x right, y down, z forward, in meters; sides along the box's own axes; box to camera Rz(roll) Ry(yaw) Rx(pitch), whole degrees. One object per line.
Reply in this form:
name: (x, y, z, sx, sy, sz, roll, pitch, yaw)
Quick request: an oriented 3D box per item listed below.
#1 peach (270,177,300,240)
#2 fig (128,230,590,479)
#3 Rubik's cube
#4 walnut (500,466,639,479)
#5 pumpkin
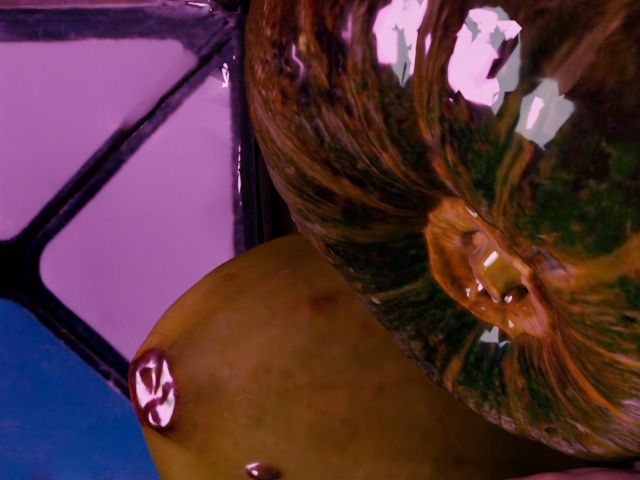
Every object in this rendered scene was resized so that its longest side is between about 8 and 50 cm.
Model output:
peach: (0.004, 0.001, 0.862, 0.189, 0.068, 0.279, -146, 54, -76)
fig: (0.009, 0.093, 0.669, 0.203, 0.225, 0.203, -8, 78, 46)
Rubik's cube: (-0.182, -0.019, 0.895, 0.305, 0.310, 0.307, -123, 33, -79)
walnut: (0.098, 0.193, 0.524, 0.224, 0.224, 0.224, 173, 90, -66)
pumpkin: (0.104, -0.046, 0.496, 0.260, 0.189, 0.260, 37, 157, 18)
